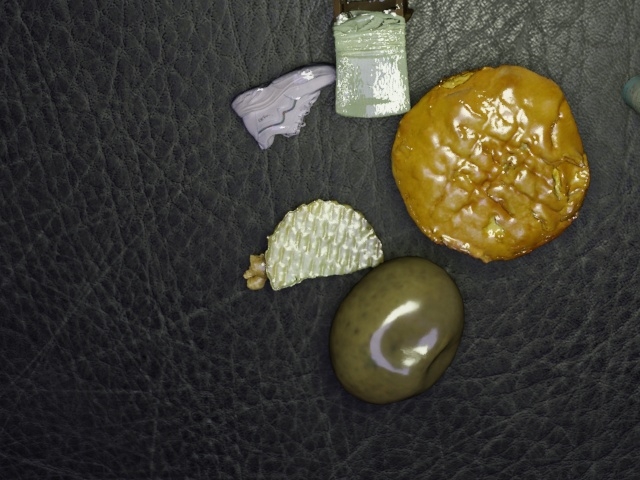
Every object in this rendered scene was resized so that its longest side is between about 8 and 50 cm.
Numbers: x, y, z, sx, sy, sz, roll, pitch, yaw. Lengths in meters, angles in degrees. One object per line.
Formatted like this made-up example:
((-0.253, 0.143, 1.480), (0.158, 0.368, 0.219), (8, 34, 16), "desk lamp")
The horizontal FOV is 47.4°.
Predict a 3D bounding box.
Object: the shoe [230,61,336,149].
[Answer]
((-0.063, -0.289, 1.561), (0.245, 0.095, 0.137), (-19, 110, 19), "shoe")

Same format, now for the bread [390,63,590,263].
((0.337, -0.154, 1.477), (0.399, 0.215, 0.397), (3, 112, 7), "bread")

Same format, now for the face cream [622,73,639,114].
((0.633, -0.263, 1.376), (0.075, 0.229, 0.075), (3, 110, 9), "face cream")

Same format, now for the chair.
((0.102, -0.421, 1.431), (0.160, 0.186, 0.318), (-2, 117, 9), "chair")

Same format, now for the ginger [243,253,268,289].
((-0.078, 0.052, 1.708), (0.176, 0.052, 0.193), (20, 111, 2), "ginger")

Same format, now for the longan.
((0.167, 0.200, 1.615), (0.289, 0.288, 0.350), (33, 101, -4), "longan")

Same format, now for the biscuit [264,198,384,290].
((0.000, 0.000, 1.656), (0.274, 0.036, 0.187), (-10, 98, -2), "biscuit")
